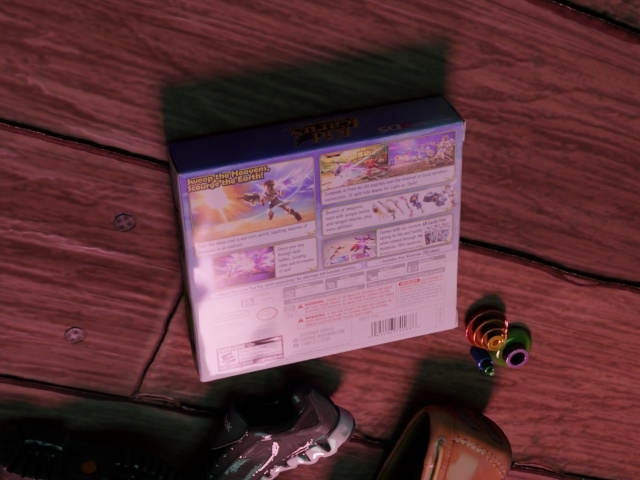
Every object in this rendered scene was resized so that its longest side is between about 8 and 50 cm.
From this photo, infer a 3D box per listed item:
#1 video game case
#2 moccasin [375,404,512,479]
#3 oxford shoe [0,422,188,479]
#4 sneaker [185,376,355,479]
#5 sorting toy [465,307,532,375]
[{"bbox_3d":[0.000,0.000,1.224,0.269,0.061,0.244,-11,127,-13],"label":"video game case"},{"bbox_3d":[0.066,0.348,1.439,0.147,0.139,0.380,20,114,-29],"label":"moccasin"},{"bbox_3d":[-0.221,0.257,1.300,0.227,0.083,0.096,21,134,-4],"label":"oxford shoe"},{"bbox_3d":[-0.085,0.218,1.340,0.234,0.078,0.106,-33,121,3],"label":"sneaker"},{"bbox_3d":[0.194,0.117,1.386,0.061,0.042,0.102,-43,126,12],"label":"sorting toy"}]
